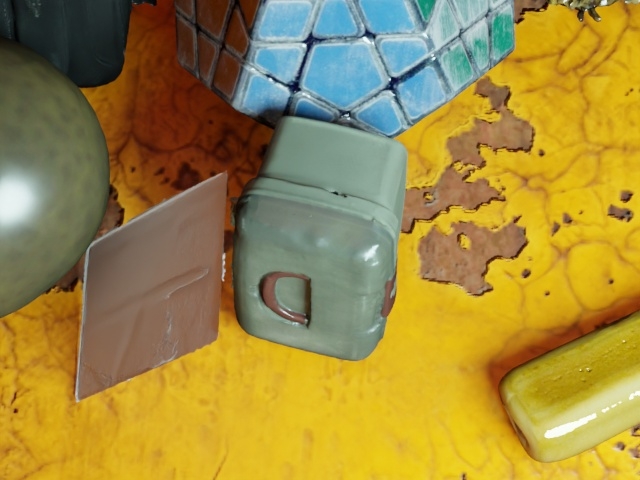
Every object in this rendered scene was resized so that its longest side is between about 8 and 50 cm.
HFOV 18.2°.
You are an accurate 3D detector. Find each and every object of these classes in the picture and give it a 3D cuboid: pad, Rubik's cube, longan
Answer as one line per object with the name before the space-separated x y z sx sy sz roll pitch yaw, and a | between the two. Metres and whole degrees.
pad | -0.147 0.041 1.717 0.004 0.232 0.156 18 63 -33
Rubik's cube | 0.020 -0.222 1.782 0.319 0.319 0.264 -2 39 2
longan | -0.310 -0.053 1.733 0.258 0.258 0.258 -1 66 3

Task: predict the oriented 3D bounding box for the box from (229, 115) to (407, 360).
box | 0.000 0.000 1.715 0.148 0.210 0.129 13 60 6

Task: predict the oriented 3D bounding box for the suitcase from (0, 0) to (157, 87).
suitcase | -0.313 -0.285 1.782 0.339 0.345 0.188 2 60 -2

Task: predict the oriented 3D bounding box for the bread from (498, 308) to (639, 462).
bread | 0.272 0.113 1.718 0.239 0.074 0.092 -24 51 -9

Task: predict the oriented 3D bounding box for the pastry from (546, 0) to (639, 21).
pastry | 0.286 -0.317 1.814 0.193 0.275 0.275 16 67 4
